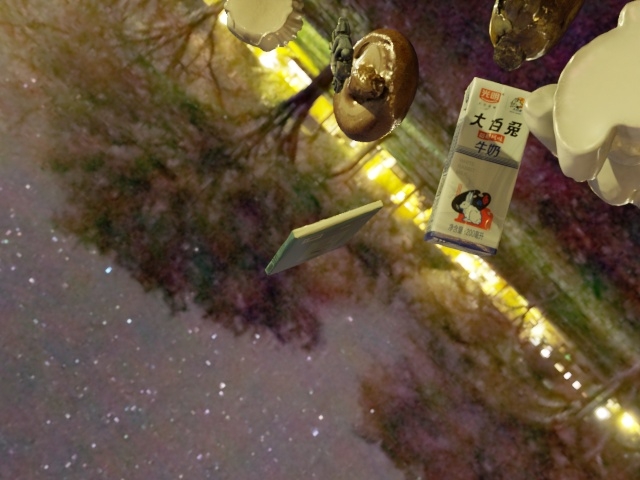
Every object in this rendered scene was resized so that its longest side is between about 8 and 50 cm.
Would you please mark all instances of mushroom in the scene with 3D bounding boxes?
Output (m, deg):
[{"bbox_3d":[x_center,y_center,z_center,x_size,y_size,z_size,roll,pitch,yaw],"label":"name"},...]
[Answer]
[{"bbox_3d":[0.167,-0.472,2.103,0.239,0.345,0.345,42,-171,-27],"label":"mushroom"}]

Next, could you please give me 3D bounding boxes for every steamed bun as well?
[{"bbox_3d":[-0.122,-0.508,1.522,0.183,0.183,0.106,47,179,8],"label":"steamed bun"}]

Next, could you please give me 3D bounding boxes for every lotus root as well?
[{"bbox_3d":[0.547,-0.603,1.664,0.196,0.397,0.179,28,177,38],"label":"lotus root"}]

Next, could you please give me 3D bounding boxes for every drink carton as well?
[{"bbox_3d":[0.301,-0.135,1.274,0.131,0.315,0.106,17,177,1],"label":"drink carton"}]

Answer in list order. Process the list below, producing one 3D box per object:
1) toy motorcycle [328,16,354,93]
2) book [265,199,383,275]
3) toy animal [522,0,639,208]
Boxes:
[{"bbox_3d":[0.056,-0.495,1.800,0.061,0.193,0.124,3,176,-12],"label":"toy motorcycle"},{"bbox_3d":[0.000,0.000,1.867,0.031,0.264,0.379,66,158,10],"label":"book"},{"bbox_3d":[0.406,-0.147,0.839,0.265,0.272,0.206,31,-132,-59],"label":"toy animal"}]
